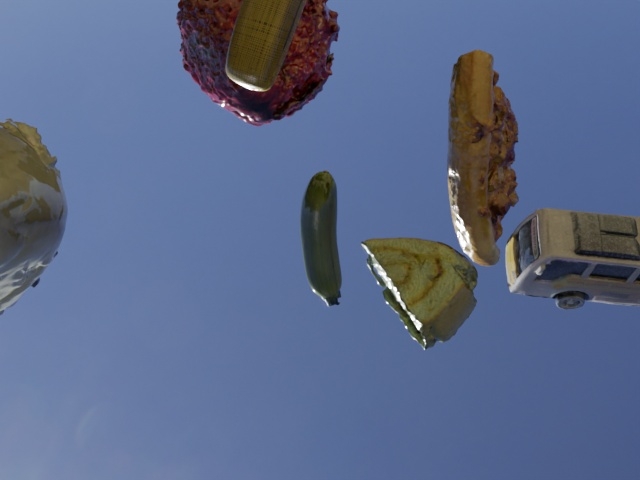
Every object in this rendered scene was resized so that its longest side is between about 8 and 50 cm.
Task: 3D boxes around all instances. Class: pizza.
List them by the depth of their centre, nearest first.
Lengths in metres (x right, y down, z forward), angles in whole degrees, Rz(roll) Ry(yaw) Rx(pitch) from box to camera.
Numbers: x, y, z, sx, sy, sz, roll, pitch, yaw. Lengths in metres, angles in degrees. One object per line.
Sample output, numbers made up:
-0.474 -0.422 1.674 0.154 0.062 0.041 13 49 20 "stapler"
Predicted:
0.242 -0.125 1.228 0.086 0.335 0.226 4 -149 25 "pizza"

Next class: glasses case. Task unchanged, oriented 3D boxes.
-0.061 -0.312 1.114 0.079 0.234 0.064 24 -173 26 "glasses case"

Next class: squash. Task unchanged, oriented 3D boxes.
0.000 0.000 1.485 0.069 0.258 0.069 -2 -156 1 "squash"

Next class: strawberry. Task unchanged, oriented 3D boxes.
-0.097 -0.306 1.341 0.274 0.274 0.220 -5 -139 -1 "strawberry"

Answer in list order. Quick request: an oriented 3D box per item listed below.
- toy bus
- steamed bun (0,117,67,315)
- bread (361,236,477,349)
0.435 0.033 1.165 0.342 0.138 0.097 6 -119 -4 "toy bus"
-0.409 -0.009 0.708 0.334 0.233 0.312 -35 174 14 "steamed bun"
0.130 0.044 1.041 0.110 0.103 0.156 -33 -128 -2 "bread"
